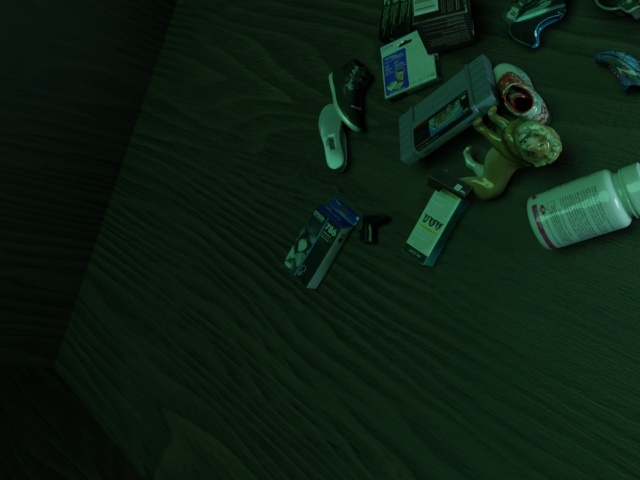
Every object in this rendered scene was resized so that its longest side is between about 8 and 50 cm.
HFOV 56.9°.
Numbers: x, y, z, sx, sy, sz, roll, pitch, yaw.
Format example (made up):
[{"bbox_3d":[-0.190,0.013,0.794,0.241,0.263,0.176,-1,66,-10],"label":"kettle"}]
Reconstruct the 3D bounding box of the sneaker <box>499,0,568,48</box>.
[{"bbox_3d":[0.691,-0.726,1.735,0.140,0.125,0.341,49,120,19],"label":"sneaker"}]

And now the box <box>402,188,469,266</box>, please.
[{"bbox_3d":[0.368,-0.046,1.890,0.100,0.060,0.244,38,106,39],"label":"box"}]

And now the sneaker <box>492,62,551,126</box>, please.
[{"bbox_3d":[0.573,-0.450,1.743,0.090,0.145,0.270,-40,58,27],"label":"sneaker"}]

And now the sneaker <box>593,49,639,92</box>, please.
[{"bbox_3d":[0.822,-0.444,1.578,0.221,0.083,0.087,46,119,40],"label":"sneaker"}]

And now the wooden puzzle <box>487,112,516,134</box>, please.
[{"bbox_3d":[0.561,-0.349,1.819,0.116,0.014,0.079,33,103,39],"label":"wooden puzzle"}]

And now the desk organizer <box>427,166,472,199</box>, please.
[{"bbox_3d":[0.391,-0.165,1.797,0.130,0.050,0.047,34,65,21],"label":"desk organizer"}]

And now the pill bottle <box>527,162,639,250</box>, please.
[{"bbox_3d":[0.707,-0.089,1.547,0.283,0.160,0.160,-23,67,35],"label":"pill bottle"}]

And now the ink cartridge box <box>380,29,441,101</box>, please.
[{"bbox_3d":[0.312,-0.617,2.062,0.206,0.045,0.208,-15,72,36],"label":"ink cartridge box"}]

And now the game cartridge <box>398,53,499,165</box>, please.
[{"bbox_3d":[0.392,-0.408,1.871,0.355,0.068,0.230,-34,32,36],"label":"game cartridge"}]

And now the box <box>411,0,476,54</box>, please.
[{"bbox_3d":[0.396,-0.732,1.888,0.167,0.203,0.168,-7,77,22],"label":"box"}]

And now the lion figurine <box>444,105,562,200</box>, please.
[{"bbox_3d":[0.522,-0.226,1.727,0.240,0.142,0.392,46,150,16],"label":"lion figurine"}]

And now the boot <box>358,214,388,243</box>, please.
[{"bbox_3d":[0.184,-0.039,2.054,0.121,0.045,0.099,-1,78,47],"label":"boot"}]

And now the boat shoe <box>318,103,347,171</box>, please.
[{"bbox_3d":[0.049,-0.378,2.208,0.095,0.084,0.258,-4,79,15],"label":"boat shoe"}]

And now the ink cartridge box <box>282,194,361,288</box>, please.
[{"bbox_3d":[0.000,0.000,2.191,0.165,0.065,0.333,42,107,38],"label":"ink cartridge box"}]

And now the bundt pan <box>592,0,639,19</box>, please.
[{"bbox_3d":[0.868,-0.739,1.567,0.330,0.124,0.331,-9,75,38],"label":"bundt pan"}]

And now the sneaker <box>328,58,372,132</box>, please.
[{"bbox_3d":[0.126,-0.544,2.163,0.147,0.104,0.296,-36,56,35],"label":"sneaker"}]

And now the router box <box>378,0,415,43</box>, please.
[{"bbox_3d":[0.282,-0.813,2.127,0.133,0.046,0.179,3,84,40],"label":"router box"}]
